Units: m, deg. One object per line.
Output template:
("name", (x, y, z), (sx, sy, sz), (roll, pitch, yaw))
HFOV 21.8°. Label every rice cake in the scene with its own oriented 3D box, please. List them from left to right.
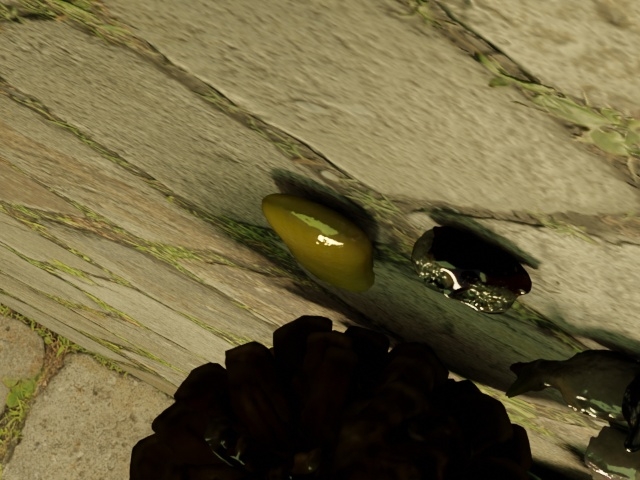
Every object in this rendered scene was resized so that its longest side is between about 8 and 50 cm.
("rice cake", (0.324, 0.246, 1.630), (0.106, 0.050, 0.298), (23, 168, 20))

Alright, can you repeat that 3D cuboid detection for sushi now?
("sushi", (0.106, 0.015, 1.125), (0.083, 0.044, 0.046), (27, 147, -13))

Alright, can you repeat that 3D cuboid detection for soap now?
("soap", (0.000, 0.000, 1.277), (0.089, 0.033, 0.168), (26, 169, 10))

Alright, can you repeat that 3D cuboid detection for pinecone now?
("pinecone", (-0.007, 0.262, 1.587), (0.398, 0.397, 0.398), (25, 169, 5))

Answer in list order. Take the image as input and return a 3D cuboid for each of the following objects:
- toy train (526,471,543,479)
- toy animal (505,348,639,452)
("toy train", (0.314, 0.386, 2.057), (0.299, 0.167, 0.238), (37, 175, -41))
("toy animal", (0.216, 0.113, 1.231), (0.105, 0.070, 0.202), (11, 179, -45))
